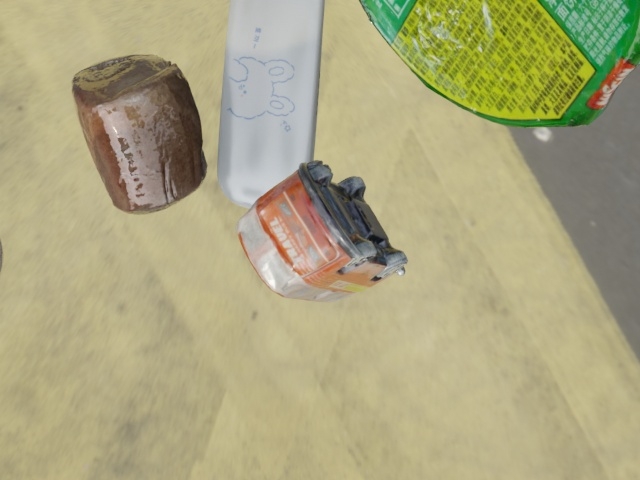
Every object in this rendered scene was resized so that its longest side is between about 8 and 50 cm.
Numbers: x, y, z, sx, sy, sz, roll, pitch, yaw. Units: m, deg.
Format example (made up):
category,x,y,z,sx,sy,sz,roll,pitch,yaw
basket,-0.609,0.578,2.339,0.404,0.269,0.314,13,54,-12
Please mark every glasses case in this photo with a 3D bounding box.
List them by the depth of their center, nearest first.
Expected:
category,x,y,z,sx,sy,sz,roll,pitch,yaw
glasses case,-0.046,-0.144,1.409,0.092,0.059,0.233,6,96,3

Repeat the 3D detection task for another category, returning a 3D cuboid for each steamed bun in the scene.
category,x,y,z,sx,sy,sz,roll,pitch,yaw
steamed bun,-0.165,-0.101,1.411,0.106,0.175,0.144,-21,113,-6

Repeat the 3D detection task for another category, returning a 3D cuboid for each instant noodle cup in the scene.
category,x,y,z,sx,sy,sz,roll,pitch,yaw
instant noodle cup,0.151,-0.188,0.736,0.233,0.207,0.207,-29,102,-32

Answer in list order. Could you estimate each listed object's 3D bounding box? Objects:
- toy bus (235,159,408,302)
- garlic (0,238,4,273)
category,x,y,z,sx,sy,sz,roll,pitch,yaw
toy bus,0.000,0.000,1.021,0.077,0.174,0.079,-32,79,11
garlic,-0.504,0.000,1.671,0.317,0.259,0.317,19,121,36
